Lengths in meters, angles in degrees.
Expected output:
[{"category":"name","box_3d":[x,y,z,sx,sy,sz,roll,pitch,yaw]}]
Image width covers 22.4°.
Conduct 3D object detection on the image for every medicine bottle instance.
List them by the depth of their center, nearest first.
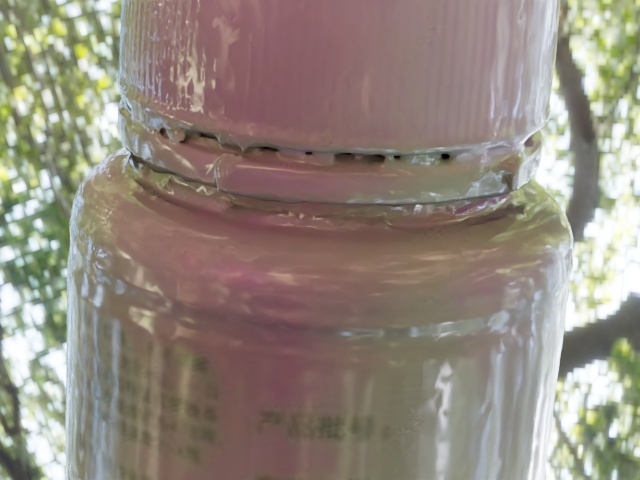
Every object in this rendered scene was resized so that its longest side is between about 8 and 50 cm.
[{"category":"medicine bottle","box_3d":[0.000,0.000,0.820,0.256,0.324,0.256,3,-163,-1]}]
